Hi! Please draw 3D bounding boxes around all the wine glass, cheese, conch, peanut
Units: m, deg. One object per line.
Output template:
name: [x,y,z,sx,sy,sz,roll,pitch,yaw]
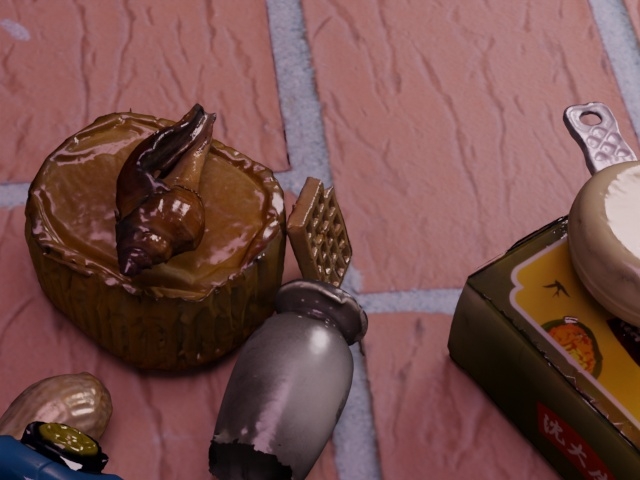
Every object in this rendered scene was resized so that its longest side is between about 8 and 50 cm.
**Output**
wine glass: [-0.029,0.137,1.337,0.111,0.111,0.204,18,52,10]
cheese: [0.278,-0.031,1.349,0.163,0.071,0.249,-27,57,-23]
conch: [-0.148,-0.044,1.325,0.086,0.080,0.233,37,32,-33]
peanut: [-0.269,0.193,1.290,0.087,0.087,0.206,34,57,21]

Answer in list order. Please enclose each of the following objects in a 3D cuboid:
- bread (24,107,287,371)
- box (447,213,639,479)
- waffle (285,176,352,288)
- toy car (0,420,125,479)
bread: [-0.158,-0.001,1.420,0.253,0.142,0.227,31,55,16]
box: [0.397,0.103,1.383,0.420,0.138,0.373,-28,59,-25]
waffle: [0.000,0.000,1.434,0.021,0.135,0.092,7,49,22]
toy car: [-0.187,0.283,1.134,0.314,0.166,0.198,28,98,17]
